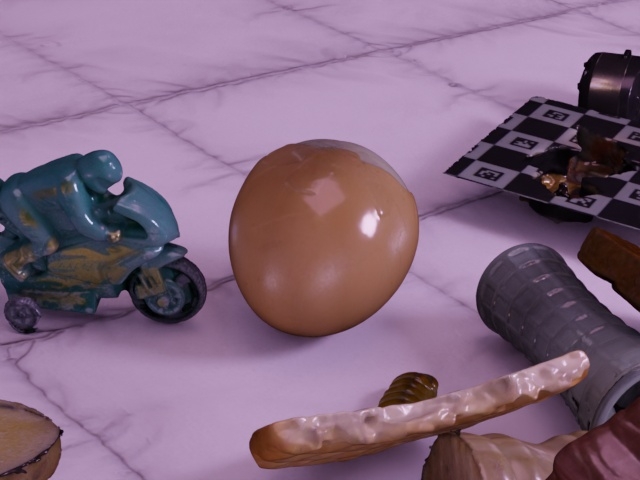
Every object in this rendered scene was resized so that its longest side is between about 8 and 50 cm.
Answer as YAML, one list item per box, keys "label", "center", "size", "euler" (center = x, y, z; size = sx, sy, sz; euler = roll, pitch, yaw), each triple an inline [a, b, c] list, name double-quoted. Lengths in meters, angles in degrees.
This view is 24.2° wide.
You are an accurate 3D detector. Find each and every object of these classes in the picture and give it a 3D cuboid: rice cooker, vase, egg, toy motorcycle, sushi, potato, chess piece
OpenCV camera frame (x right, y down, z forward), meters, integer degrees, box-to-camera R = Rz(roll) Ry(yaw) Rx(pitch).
- label: "rice cooker"
  center: [0.435, -0.221, 2.217]
  size: [0.106, 0.112, 0.165]
  euler: [5, 26, 10]
- label: "vase"
  center: [0.263, 0.111, 1.496]
  size: [0.143, 0.143, 0.299]
  euler: [-4, 25, -19]
- label: "egg"
  center: [0.000, 0.000, 1.585]
  size: [0.201, 0.201, 0.244]
  euler: [12, 41, 11]
- label: "toy motorcycle"
  center: [-0.263, -0.005, 1.538]
  size: [0.296, 0.198, 0.109]
  euler: [6, 31, 2]
- label: "sushi"
  center: [0.385, -0.071, 1.960]
  size: [0.359, 0.064, 0.343]
  euler: [17, 29, 23]
- label: "potato"
  center: [-0.308, 0.203, 1.243]
  size: [0.164, 0.081, 0.200]
  euler: [15, 24, 34]
- label: "chess piece"
  center: [0.246, 0.220, 1.292]
  size: [0.301, 0.137, 0.137]
  euler: [-1, 27, -20]

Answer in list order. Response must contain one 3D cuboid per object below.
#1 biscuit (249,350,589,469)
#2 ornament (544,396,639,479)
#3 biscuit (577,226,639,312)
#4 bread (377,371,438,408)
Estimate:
- label: "biscuit"
  center: [0.073, 0.161, 1.327]
  size: [0.309, 0.040, 0.204]
  euler: [-10, -12, -23]
- label: "ornament"
  center: [0.283, 0.271, 1.124]
  size: [0.235, 0.221, 0.217]
  euler: [-38, 39, 2]
- label: "biscuit"
  center: [0.411, 0.099, 1.501]
  size: [0.314, 0.063, 0.367]
  euler: [19, 15, -47]
- label: "bread"
  center: [0.085, 0.157, 1.471]
  size: [0.049, 0.034, 0.088]
  euler: [10, 27, 21]
